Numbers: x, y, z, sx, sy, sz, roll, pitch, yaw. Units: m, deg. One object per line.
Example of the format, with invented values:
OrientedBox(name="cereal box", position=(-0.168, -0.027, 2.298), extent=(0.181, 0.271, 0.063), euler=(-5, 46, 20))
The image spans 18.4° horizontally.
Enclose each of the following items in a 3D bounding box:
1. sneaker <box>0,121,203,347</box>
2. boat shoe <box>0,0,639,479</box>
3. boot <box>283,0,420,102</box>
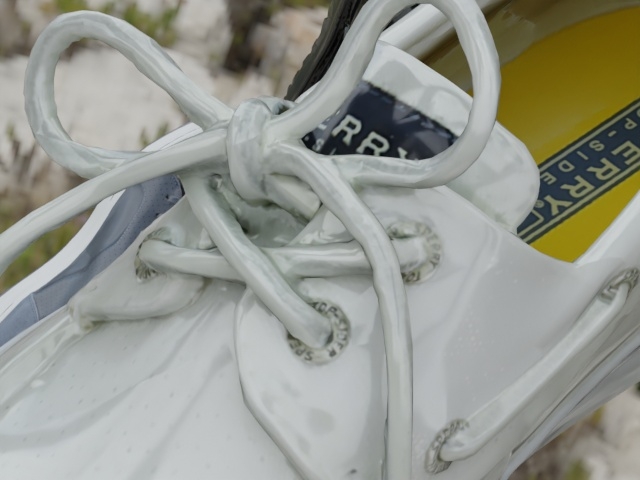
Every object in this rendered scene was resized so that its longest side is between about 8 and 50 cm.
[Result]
OrientedBox(name="sneaker", position=(-0.091, 0.037, 1.167), extent=(0.163, 0.226, 0.086), euler=(35, -12, 48))
OrientedBox(name="boat shoe", position=(0.007, 0.004, 0.444), extent=(0.367, 0.156, 0.136), euler=(-34, 54, -26))
OrientedBox(name="boot", position=(0.040, -0.019, 1.053), extent=(0.094, 0.246, 0.207), euler=(2, 54, -12))
